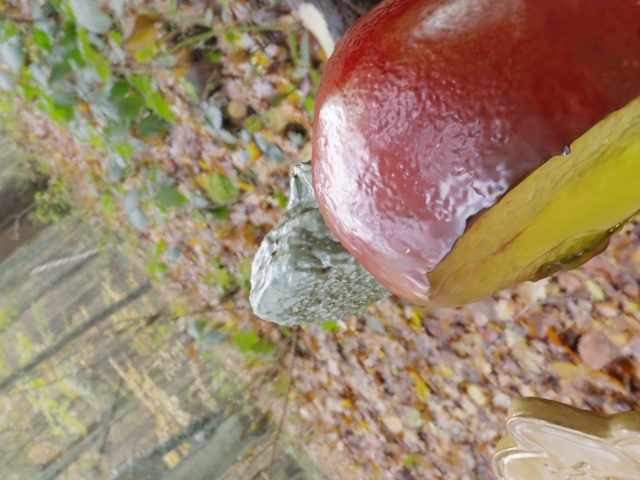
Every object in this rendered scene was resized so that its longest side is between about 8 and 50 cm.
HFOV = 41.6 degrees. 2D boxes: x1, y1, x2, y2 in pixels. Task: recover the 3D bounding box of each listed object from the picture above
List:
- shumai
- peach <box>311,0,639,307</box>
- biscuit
[{"bbox_3d":[0.000,0.000,1.291,0.225,0.260,0.222,18,-138,-48],"label":"shumai"},{"bbox_3d":[0.168,-0.080,0.651,0.338,0.281,0.281,2,150,16],"label":"peach"},{"bbox_3d":[0.159,0.134,0.511,0.118,0.023,0.140,36,144,-15],"label":"biscuit"}]
